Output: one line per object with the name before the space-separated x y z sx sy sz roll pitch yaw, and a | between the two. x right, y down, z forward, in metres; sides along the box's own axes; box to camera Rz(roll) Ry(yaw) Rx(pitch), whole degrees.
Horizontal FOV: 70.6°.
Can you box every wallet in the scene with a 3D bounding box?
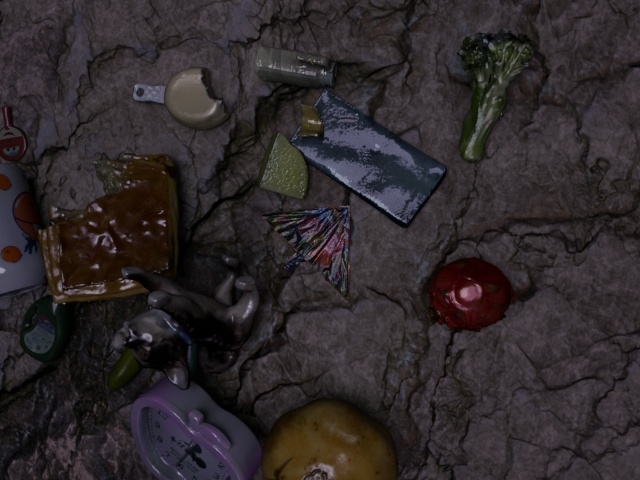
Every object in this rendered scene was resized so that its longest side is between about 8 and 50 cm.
wallet | 0.113 -0.205 1.136 0.379 0.046 0.191 35 92 8

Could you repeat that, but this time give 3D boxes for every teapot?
teapot | -0.059 -0.438 1.128 0.200 0.107 0.077 12 82 7

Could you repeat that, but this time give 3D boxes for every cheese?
cheese | -0.023 -0.295 1.117 0.060 0.041 0.084 1 93 16
cheese | -0.369 -0.359 1.186 0.248 0.071 0.164 -12 87 7

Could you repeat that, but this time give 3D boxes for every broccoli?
broccoli | 0.387 -0.336 1.071 0.164 0.145 0.304 9 102 -3

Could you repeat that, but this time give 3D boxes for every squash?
squash | -0.490 0.293 1.207 0.069 0.069 0.258 31 94 6

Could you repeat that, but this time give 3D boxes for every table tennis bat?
table tennis bat | -0.881 -0.302 1.282 0.098 0.019 0.155 -6 92 8

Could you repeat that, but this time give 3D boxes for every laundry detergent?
laundry detergent | -0.737 0.216 1.220 0.137 0.063 0.211 29 106 12

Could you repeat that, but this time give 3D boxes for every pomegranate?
pomegranate | 0.018 0.530 1.023 0.332 0.332 0.333 0 90 7

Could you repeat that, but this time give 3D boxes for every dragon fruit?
dragon fruit | 0.343 0.123 1.049 0.209 0.172 0.172 -17 88 -3

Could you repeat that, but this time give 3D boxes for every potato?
potato | -0.085 -0.188 1.154 0.120 0.081 0.149 17 99 -18

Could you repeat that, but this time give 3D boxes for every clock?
clock | -0.304 0.485 1.089 0.338 0.102 0.339 12 119 24

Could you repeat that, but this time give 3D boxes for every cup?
cup | -0.848 -0.012 1.181 0.212 0.212 0.318 -18 89 7

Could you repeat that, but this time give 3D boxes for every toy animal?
toy animal | -0.305 0.211 1.055 0.194 0.344 0.303 27 112 40

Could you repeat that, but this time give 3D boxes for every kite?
kite | 0.000 0.000 1.169 0.321 0.016 0.234 44 94 5

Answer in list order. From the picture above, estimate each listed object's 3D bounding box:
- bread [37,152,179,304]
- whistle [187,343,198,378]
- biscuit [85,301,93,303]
bread | -0.509 -0.029 1.135 0.314 0.191 0.370 -6 76 -17
whistle | -0.344 0.271 1.201 0.039 0.039 0.186 3 91 7
biscuit | -0.631 0.076 1.230 0.194 0.053 0.195 0 91 8
